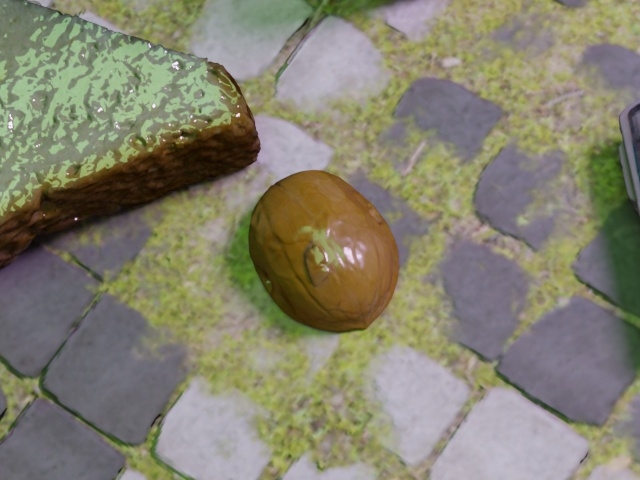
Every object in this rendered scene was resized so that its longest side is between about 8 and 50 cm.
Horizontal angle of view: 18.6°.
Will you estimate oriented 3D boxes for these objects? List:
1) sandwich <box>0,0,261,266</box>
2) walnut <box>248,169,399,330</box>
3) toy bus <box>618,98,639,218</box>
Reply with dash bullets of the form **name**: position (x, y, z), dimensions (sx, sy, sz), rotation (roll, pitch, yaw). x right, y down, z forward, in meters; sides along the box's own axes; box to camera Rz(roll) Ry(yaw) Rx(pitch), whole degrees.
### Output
- **sandwich**: position (-0.212, -0.108, 1.336), dimensions (0.288, 0.099, 0.254), rotation (-24, 65, 1)
- **walnut**: position (0.000, 0.000, 1.276), dimensions (0.091, 0.052, 0.121), rotation (-32, 67, -7)
- **toy bus**: position (0.235, -0.014, 1.236), dimensions (0.072, 0.057, 0.172), rotation (-15, 65, 14)
